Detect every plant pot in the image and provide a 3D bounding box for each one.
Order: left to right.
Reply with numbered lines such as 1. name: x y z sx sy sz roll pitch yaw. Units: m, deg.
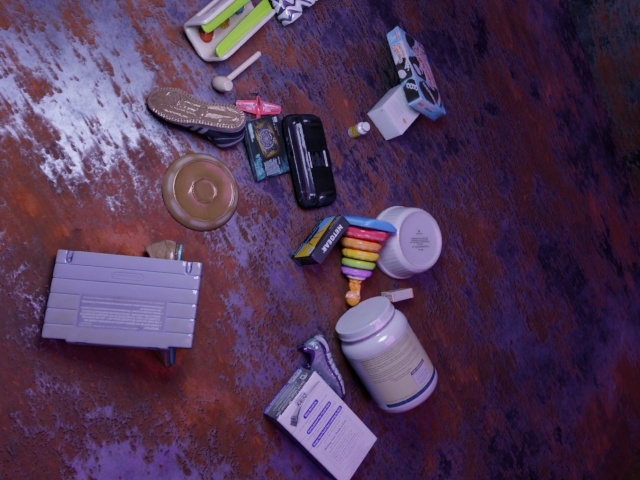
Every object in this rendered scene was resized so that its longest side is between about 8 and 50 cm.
1. plant pot: -0.344 -0.145 1.491 0.236 0.032 0.236 3 84 -32

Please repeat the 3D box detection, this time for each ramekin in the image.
1. ramekin: 0.321 0.002 1.842 0.273 0.127 0.272 4 82 -32

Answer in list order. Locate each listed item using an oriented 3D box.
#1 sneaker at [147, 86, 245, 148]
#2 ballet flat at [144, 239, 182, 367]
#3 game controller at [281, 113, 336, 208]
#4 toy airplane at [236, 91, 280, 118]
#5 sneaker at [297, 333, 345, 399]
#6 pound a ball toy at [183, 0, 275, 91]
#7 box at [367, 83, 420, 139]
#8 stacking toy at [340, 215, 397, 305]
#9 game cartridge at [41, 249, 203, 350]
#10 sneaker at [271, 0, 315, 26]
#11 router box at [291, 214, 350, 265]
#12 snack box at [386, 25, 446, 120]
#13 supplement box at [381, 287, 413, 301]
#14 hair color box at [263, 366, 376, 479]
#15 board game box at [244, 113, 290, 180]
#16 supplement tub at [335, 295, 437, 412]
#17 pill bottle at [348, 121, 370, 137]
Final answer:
1. sneaker: -0.353 -0.350 1.481 0.282 0.153 0.099 14 78 0
2. ballet flat: -0.443 0.165 1.360 0.124 0.116 0.342 3 82 -12
3. game controller: -0.034 -0.266 1.694 0.166 0.067 0.319 -13 92 -47
4. toy airplane: -0.196 -0.397 1.613 0.151 0.028 0.151 3 84 -26
5. sneaker: 0.001 0.421 1.634 0.098 0.083 0.223 -22 87 -20
6. pound a ball toy: -0.275 -0.629 1.548 0.319 0.136 0.208 -54 138 -25
7. box: 0.280 -0.481 1.888 0.130 0.091 0.170 51 61 -18
8. stacking toy: 0.131 0.073 1.716 0.175 0.166 0.301 8 92 -43
9. game cartridge: -0.488 0.153 1.275 0.355 0.068 0.230 6 81 -8
10. sneaker: -0.088 -0.844 1.690 0.235 0.094 0.153 -48 119 -16
11. router box: 0.000 0.000 1.634 0.046 0.133 0.179 47 63 -21
12. snack box: 0.357 -0.619 1.891 0.187 0.060 0.321 10 61 -48
13. supplement box: 0.278 0.196 1.832 0.098 0.062 0.036 -8 90 -34
14. hair color box: 0.004 0.581 1.591 0.185 0.110 0.338 -48 111 -26
15. board game box: -0.172 -0.292 1.595 0.126 0.026 0.186 -23 111 -32
16. supplement tub: 0.214 0.372 1.670 0.235 0.235 0.324 -39 106 -29
17. pill bottle: 0.137 -0.391 1.792 0.043 0.083 0.043 4 82 -32
